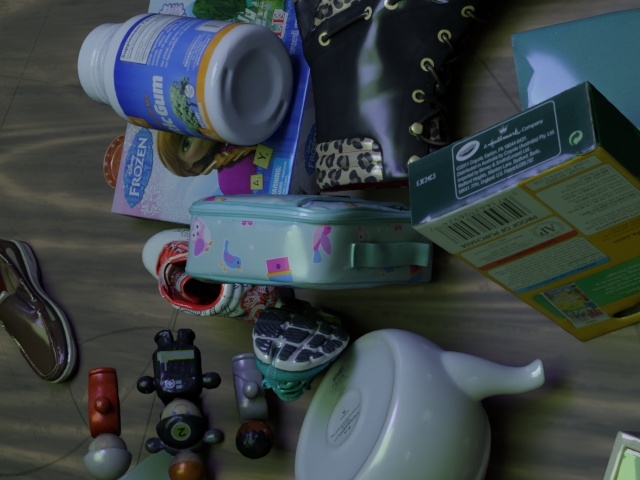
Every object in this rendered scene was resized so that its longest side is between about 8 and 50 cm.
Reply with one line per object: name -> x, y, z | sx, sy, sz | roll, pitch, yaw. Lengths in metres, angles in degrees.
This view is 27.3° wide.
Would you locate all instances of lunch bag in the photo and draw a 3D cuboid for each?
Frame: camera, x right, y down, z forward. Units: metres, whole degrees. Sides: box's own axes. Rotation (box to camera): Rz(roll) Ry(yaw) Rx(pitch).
lunch bag -> 0.000, 0.000, 1.529 | 0.224, 0.279, 0.107 | 1, 92, 35

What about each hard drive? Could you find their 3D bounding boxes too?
hard drive -> -0.225, 0.344, 1.797 | 0.135, 0.022, 0.094 | -39, 61, 26

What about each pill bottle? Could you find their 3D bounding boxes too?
pill bottle -> -0.181, -0.212, 1.692 | 0.272, 0.152, 0.152 | 12, 90, 38

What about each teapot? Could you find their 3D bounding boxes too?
teapot -> 0.100, 0.236, 1.477 | 0.256, 0.187, 0.252 | -19, 48, 61

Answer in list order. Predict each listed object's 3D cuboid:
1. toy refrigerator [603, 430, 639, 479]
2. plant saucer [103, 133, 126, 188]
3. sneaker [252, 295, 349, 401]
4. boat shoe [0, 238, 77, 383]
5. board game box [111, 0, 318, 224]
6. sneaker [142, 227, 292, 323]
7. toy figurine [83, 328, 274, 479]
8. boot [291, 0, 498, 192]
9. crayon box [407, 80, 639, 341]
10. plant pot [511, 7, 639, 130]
toy refrigerator -> 0.409, 0.278, 1.281 | 0.270, 0.094, 0.102 | 19, 94, 37
plant saucer -> -0.284, -0.114, 1.926 | 0.084, 0.013, 0.083 | -8, 77, 37
sneaker -> -0.025, 0.138, 1.548 | 0.107, 0.275, 0.109 | 16, 94, 6
boat shoe -> -0.452, 0.106, 1.964 | 0.095, 0.095, 0.257 | -48, 58, 21
board game box -> -0.127, -0.170, 1.783 | 0.318, 0.066, 0.318 | 8, 87, 38
sneaker -> -0.176, 0.036, 1.734 | 0.270, 0.145, 0.090 | 22, 96, 38
toy figurine -> -0.176, 0.226, 1.661 | 0.213, 0.210, 0.148 | -28, 55, 30
boot -> 0.138, -0.208, 1.546 | 0.378, 0.138, 0.284 | -5, 86, 25
crayon box -> 0.262, -0.016, 1.319 | 0.203, 0.323, 0.083 | -24, 52, 32
plant pot -> 0.346, -0.149, 1.366 | 0.234, 0.165, 0.165 | -14, 74, 27
